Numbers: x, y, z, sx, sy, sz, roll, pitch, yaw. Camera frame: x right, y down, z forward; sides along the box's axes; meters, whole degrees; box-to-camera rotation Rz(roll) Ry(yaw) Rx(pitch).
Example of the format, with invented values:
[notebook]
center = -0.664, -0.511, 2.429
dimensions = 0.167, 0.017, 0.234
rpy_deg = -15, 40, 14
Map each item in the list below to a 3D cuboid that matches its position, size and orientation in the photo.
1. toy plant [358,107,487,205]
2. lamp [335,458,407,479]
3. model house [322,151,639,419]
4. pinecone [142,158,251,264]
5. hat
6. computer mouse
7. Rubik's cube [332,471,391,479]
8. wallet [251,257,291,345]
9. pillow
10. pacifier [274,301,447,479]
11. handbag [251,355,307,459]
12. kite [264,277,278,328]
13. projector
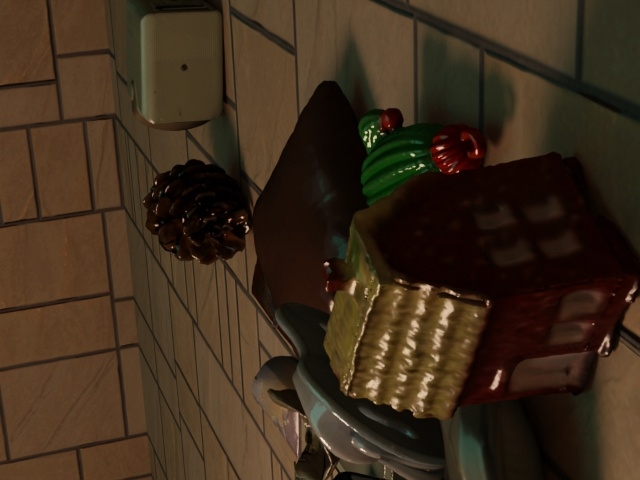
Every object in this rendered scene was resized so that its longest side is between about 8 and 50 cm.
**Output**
[toy plant]
center = 0.115, -0.064, 1.337
dimensions = 0.240, 0.088, 0.154
rpy_deg = 24, 135, 57
[lamp]
center = 0.064, 0.244, 1.719
dimensions = 0.269, 0.047, 0.266
rpy_deg = -132, 36, -60
[model house]
center = 0.115, 0.046, 1.105
dimensions = 0.196, 0.254, 0.160
rpy_deg = 104, 155, -51
[pinecone]
center = -0.217, -0.043, 2.278
dimensions = 0.204, 0.179, 0.184
rpy_deg = 47, 169, 33
[hat]
center = -0.010, 0.258, 1.800
dimensions = 0.175, 0.085, 0.147
rpy_deg = -49, -58, -79
[computer mouse]
center = 0.183, 0.270, 1.266
dimensions = 0.197, 0.095, 0.331
rpy_deg = -87, -15, -76
[Rubik's cube]
center = 0.068, 0.393, 1.500
dimensions = 0.162, 0.160, 0.163
rpy_deg = -56, 37, 23
[wallet]
center = -0.061, 0.085, 2.062
dimensions = 0.255, 0.031, 0.137
rpy_deg = -134, 42, -58
[pillow]
center = 0.000, 0.000, 1.656
dimensions = 0.308, 0.108, 0.305
rpy_deg = 123, 136, -52
[pacifier]
center = 0.084, 0.126, 1.420
dimensions = 0.233, 0.244, 0.299
rpy_deg = -60, 24, 16
[handbag]
center = -0.046, 0.260, 2.007
dimensions = 0.173, 0.095, 0.117
rpy_deg = -135, 42, -58
[kite]
center = -0.066, 0.065, 2.015
dimensions = 0.190, 0.010, 0.159
rpy_deg = -149, 61, -64
[projector]
center = -0.269, -0.326, 2.302
dimensions = 0.177, 0.163, 0.242
rpy_deg = -130, 37, -62
